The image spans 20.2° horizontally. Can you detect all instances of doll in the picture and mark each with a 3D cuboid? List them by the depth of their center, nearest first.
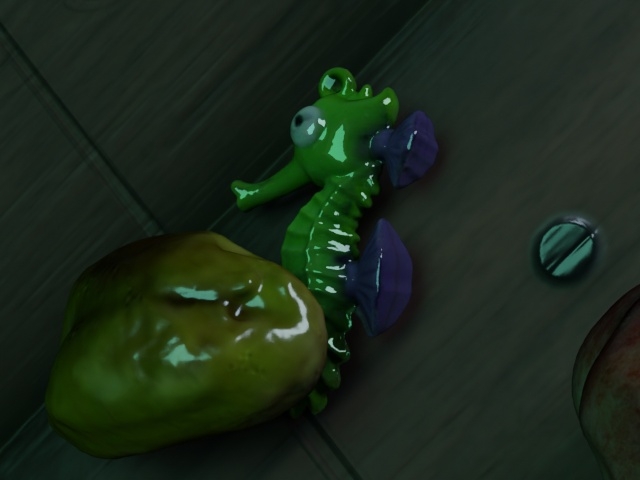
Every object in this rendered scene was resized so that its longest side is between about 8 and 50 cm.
[{"bbox_3d":[0.000,0.000,0.954,0.115,0.050,0.190,2,80,37],"label":"doll"}]

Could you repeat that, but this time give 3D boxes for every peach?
[{"bbox_3d":[0.184,0.064,0.786,0.152,0.152,0.152,-9,71,26],"label":"peach"}]

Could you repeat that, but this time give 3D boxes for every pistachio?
[{"bbox_3d":[-0.086,0.057,0.926,0.189,0.100,0.110,-11,25,42],"label":"pistachio"}]
